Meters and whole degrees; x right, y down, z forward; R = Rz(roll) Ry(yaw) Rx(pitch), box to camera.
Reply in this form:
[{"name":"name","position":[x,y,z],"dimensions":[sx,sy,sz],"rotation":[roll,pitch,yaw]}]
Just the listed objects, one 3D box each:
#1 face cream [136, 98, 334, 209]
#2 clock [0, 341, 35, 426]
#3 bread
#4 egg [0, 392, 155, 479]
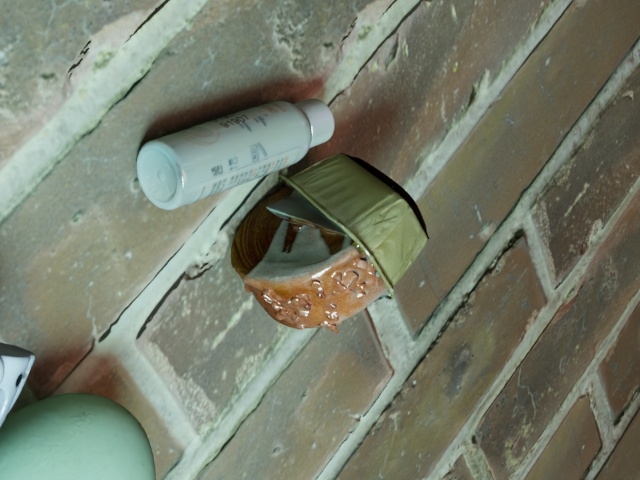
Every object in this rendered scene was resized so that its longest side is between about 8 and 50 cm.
[{"name":"face cream","position":[-0.087,-0.108,1.467],"dimensions":[0.269,0.082,0.082],"rotation":[-25,124,-45]},{"name":"clock","position":[-0.380,0.201,1.155],"dimensions":[0.189,0.189,0.254],"rotation":[14,93,-53]},{"name":"bread","position":[0.000,0.000,1.520],"dimensions":[0.212,0.224,0.142],"rotation":[-36,127,-11]},{"name":"egg","position":[-0.283,0.281,1.286],"dimensions":[0.282,0.203,0.203],"rotation":[-56,141,-25]}]
